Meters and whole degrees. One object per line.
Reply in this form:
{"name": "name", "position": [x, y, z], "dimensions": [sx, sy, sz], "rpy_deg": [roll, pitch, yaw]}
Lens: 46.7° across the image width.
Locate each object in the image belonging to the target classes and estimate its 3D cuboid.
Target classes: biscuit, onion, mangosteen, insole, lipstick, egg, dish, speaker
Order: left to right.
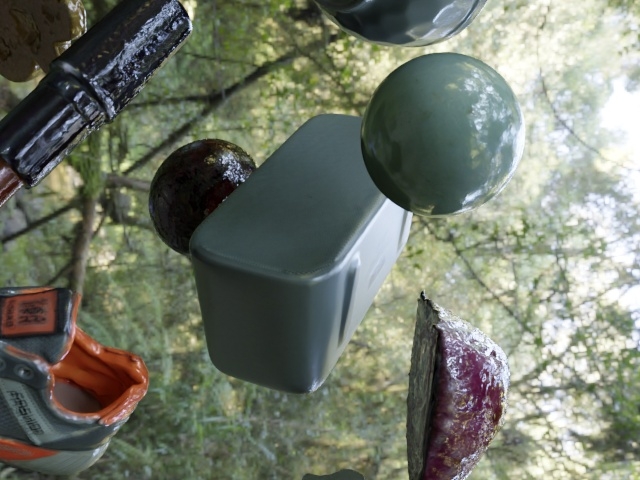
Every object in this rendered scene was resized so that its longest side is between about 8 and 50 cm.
{"name": "biscuit", "position": [-0.388, -0.292, 0.961], "dimensions": [0.248, 0.035, 0.184], "rpy_deg": [-18, -76, 45]}
{"name": "lipstick", "position": [-0.242, -0.137, 0.728], "dimensions": [0.300, 0.081, 0.081], "rpy_deg": [-53, 167, -22]}
{"name": "mangosteen", "position": [-0.192, -0.059, 1.291], "dimensions": [0.216, 0.216, 0.216], "rpy_deg": [174, -90, -85]}
{"name": "speaker", "position": [0.000, 0.000, 0.955], "dimensions": [0.406, 0.183, 0.184], "rpy_deg": [-53, 152, -51]}
{"name": "insole", "position": [0.011, 0.389, 1.152], "dimensions": [0.197, 0.004, 0.065], "rpy_deg": [-28, -143, 53]}
{"name": "dish", "position": [0.048, -0.329, 0.787], "dimensions": [0.303, 0.120, 0.303], "rpy_deg": [31, -44, 37]}
{"name": "egg", "position": [0.112, -0.095, 0.691], "dimensions": [0.192, 0.149, 0.150], "rpy_deg": [51, 32, -81]}
{"name": "onion", "position": [0.158, 0.193, 0.849], "dimensions": [0.250, 0.111, 0.248], "rpy_deg": [-79, 173, -82]}

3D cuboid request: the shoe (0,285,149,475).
{"name": "shoe", "position": [-0.287, 0.092, 0.639], "dimensions": [0.336, 0.171, 0.132], "rpy_deg": [36, 31, -35]}
